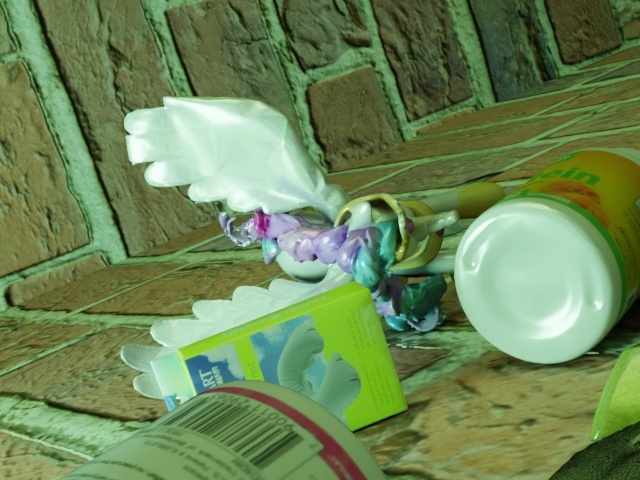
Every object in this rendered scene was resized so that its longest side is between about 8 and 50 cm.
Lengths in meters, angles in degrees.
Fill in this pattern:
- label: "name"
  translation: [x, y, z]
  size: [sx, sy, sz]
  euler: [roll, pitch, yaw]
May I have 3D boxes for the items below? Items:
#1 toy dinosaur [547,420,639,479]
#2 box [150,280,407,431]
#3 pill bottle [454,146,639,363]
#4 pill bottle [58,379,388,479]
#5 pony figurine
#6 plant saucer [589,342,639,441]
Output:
- label: "toy dinosaur"
  translation: [0.168, 0.117, 0.531]
  size: [0.160, 0.121, 0.313]
  euler: [-9, 8, -28]
- label: "box"
  translation: [-0.032, 0.113, 0.951]
  size: [0.178, 0.109, 0.042]
  euler: [-21, 11, -11]
- label: "pill bottle"
  translation: [0.224, -0.002, 1.030]
  size: [0.136, 0.136, 0.246]
  euler: [-12, 11, 35]
- label: "pill bottle"
  translation: [-0.098, 0.187, 0.510]
  size: [0.160, 0.160, 0.283]
  euler: [-9, 13, 44]
- label: "pony figurine"
  translation: [0.000, 0.000, 1.194]
  size: [0.351, 0.302, 0.363]
  euler: [-6, -2, 20]
- label: "plant saucer"
  translation: [0.252, 0.067, 0.700]
  size: [0.188, 0.045, 0.188]
  euler: [-16, -7, 16]
